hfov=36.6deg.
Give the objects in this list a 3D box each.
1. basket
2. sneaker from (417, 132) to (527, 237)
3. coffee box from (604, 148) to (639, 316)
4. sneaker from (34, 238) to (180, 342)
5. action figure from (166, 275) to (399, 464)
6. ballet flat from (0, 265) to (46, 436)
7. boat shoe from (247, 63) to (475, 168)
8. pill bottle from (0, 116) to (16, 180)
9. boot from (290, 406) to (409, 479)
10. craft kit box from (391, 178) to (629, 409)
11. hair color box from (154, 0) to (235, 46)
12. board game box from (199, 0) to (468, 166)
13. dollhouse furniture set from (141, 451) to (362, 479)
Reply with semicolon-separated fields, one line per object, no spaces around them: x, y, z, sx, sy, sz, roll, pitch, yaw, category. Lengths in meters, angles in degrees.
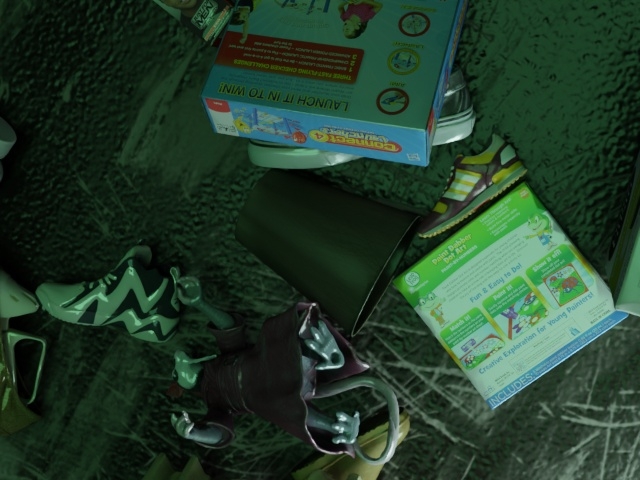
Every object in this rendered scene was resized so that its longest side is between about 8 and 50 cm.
0.000;0.000;1.431;0.226;0.154;0.204;28;80;11;basket
0.208;-0.078;1.420;0.185;0.069;0.084;-36;82;9;sneaker
0.568;-0.054;1.203;0.338;0.334;0.338;16;103;11;coffee box
-0.330;0.061;1.540;0.234;0.094;0.153;15;100;9;sneaker
-0.091;0.200;1.470;0.370;0.275;0.248;-10;63;46;action figure
-0.520;0.156;1.597;0.124;0.116;0.343;-7;98;-7;ballet flat
0.052;-0.188;1.399;0.335;0.121;0.119;-11;115;3;boat shoe
-0.599;-0.097;1.550;0.136;0.136;0.246;42;105;3;pill bottle
0.112;0.418;1.509;0.236;0.089;0.270;-36;89;28;boot
0.277;0.081;1.433;0.250;0.061;0.247;-38;92;15;craft kit box
-0.195;-0.364;1.469;0.141;0.043;0.072;38;105;5;hair color box
0.030;-0.271;1.325;0.308;0.086;0.302;11;64;13;board game box
-0.132;0.549;1.413;0.362;0.394;0.257;-1;125;27;dollhouse furniture set
